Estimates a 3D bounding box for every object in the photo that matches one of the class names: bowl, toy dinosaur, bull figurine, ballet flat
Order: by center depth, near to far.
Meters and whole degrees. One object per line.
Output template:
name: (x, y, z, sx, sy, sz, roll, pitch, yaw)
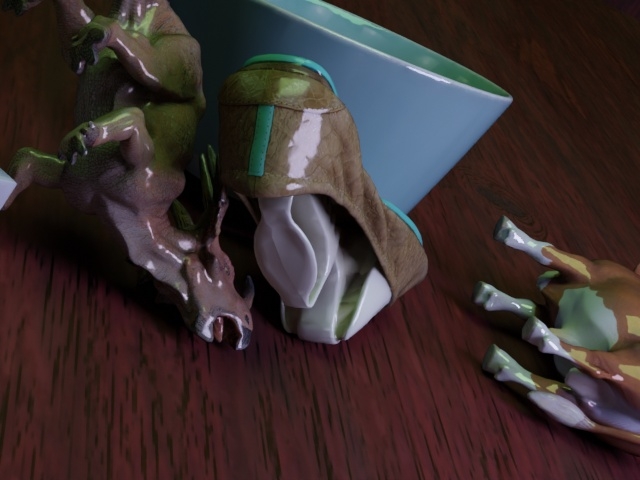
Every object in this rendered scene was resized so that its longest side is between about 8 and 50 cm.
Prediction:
toy dinosaur: (-0.120, -0.082, 1.114, 0.127, 0.295, 0.200, 8, 0, 43)
ballet flat: (0.000, 0.000, 1.168, 0.116, 0.124, 0.342, 5, -24, 15)
bowl: (-0.011, -0.111, 1.355, 0.312, 0.163, 0.311, 22, 11, -4)
bull figurine: (0.231, 0.075, 1.381, 0.188, 0.101, 0.310, 21, 20, -12)

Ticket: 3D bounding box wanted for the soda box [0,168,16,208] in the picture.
soda box: (-0.284, -0.038, 0.948, 0.069, 0.074, 0.216, 41, 13, 27)
